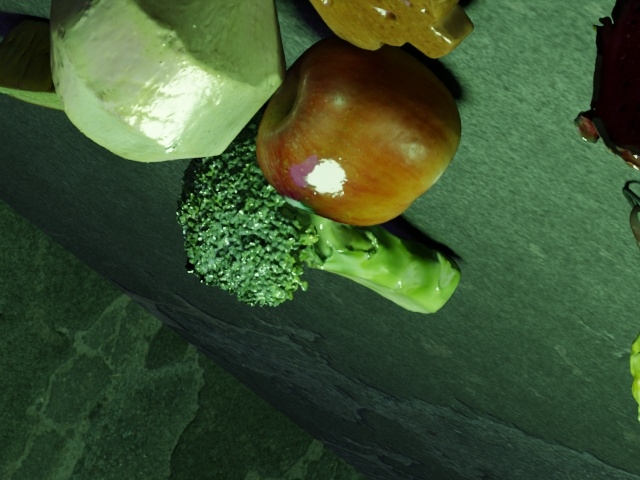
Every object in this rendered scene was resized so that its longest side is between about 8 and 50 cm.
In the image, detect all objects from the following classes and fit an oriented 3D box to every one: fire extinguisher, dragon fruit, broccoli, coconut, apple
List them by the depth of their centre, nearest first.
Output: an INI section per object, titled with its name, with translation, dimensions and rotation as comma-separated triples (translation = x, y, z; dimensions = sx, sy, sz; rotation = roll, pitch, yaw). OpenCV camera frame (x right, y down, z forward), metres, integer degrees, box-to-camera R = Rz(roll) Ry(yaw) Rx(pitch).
[dragon fruit]
translation = 0.294, -0.081, 1.344
dimensions = 0.126, 0.161, 0.274
rotation = 43, 161, -33
[coconut]
translation = -0.140, -0.193, 1.782
dimensions = 0.237, 0.237, 0.197
rotation = 38, -155, -27
[apple]
translation = 0.040, -0.103, 1.815
dimensions = 0.199, 0.199, 0.199
rotation = 30, 167, 8
[fire extinguisher]
translation = 0.318, -0.008, 1.817
dimensions = 0.078, 0.045, 0.157
rotation = 49, 178, 30
[broccoli]
translation = 0.011, -0.001, 2.221
dimensions = 0.361, 0.221, 0.252
rotation = 24, 176, -14

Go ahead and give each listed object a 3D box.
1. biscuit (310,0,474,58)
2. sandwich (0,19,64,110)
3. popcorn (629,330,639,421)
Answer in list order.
[biscuit]
translation = 0.000, -0.261, 1.600
dimensions = 0.306, 0.043, 0.284
rotation = 36, 167, -11
[sandwich]
translation = -0.340, -0.215, 2.409
dimensions = 0.258, 0.096, 0.094
rotation = 15, 166, 45
[popcorn]
translation = 0.402, 0.143, 1.839
dimensions = 0.198, 0.198, 0.212
rotation = 55, -168, -60
